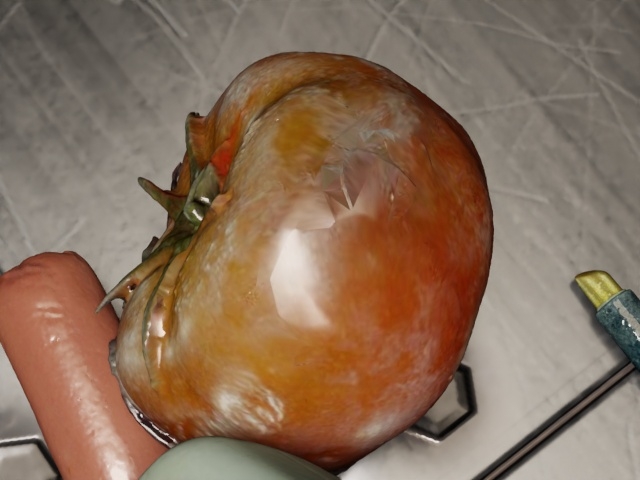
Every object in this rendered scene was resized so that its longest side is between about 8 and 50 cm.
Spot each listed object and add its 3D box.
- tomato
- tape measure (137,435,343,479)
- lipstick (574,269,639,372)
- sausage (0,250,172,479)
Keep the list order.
[{"bbox_3d":[0.000,0.000,0.699,0.181,0.155,0.214,19,63,-12],"label":"tomato"},{"bbox_3d":[-0.023,0.226,0.601,0.246,0.125,0.243,-53,52,8],"label":"tape measure"},{"bbox_3d":[0.180,0.059,0.770,0.037,0.037,0.116,-33,74,-9],"label":"lipstick"},{"bbox_3d":[-0.121,0.080,0.744,0.062,0.062,0.154,-26,76,-7],"label":"sausage"}]
